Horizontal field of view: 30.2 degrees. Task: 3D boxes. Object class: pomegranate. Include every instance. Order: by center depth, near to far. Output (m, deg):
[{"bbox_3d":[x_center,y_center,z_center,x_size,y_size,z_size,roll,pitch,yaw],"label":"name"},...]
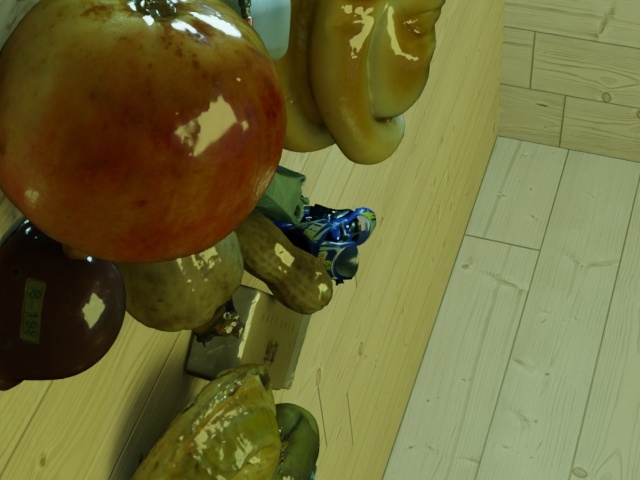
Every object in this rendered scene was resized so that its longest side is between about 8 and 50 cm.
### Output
[{"bbox_3d":[-0.165,-0.090,1.027,0.252,0.229,0.270,-7,135,-36],"label":"pomegranate"}]

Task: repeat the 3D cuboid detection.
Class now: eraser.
[{"bbox_3d":[-0.098,0.147,1.772,0.343,0.078,0.144,30,75,-74],"label":"eraser"}]

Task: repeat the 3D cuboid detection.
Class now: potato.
[{"bbox_3d":[-0.075,0.365,1.906,0.248,0.143,0.169,-59,167,-51],"label":"potato"}]

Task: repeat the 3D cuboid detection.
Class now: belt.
[{"bbox_3d":[-0.080,-0.085,1.655,0.302,0.072,0.087,31,68,-74],"label":"belt"}]

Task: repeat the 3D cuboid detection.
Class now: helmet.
[{"bbox_3d":[-0.244,0.073,1.131,0.155,0.106,0.175,24,83,-75],"label":"helmet"}]

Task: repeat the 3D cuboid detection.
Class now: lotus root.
[{"bbox_3d":[-0.164,0.007,1.306,0.154,0.140,0.257,-51,142,-33],"label":"lotus root"}]

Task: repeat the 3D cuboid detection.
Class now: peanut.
[{"bbox_3d":[-0.061,0.027,1.657,0.193,0.089,0.089,45,44,-19],"label":"peanut"}]

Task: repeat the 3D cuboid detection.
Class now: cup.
[{"bbox_3d":[-0.098,-0.270,1.401,0.129,0.095,0.128,-39,137,-65],"label":"cup"}]

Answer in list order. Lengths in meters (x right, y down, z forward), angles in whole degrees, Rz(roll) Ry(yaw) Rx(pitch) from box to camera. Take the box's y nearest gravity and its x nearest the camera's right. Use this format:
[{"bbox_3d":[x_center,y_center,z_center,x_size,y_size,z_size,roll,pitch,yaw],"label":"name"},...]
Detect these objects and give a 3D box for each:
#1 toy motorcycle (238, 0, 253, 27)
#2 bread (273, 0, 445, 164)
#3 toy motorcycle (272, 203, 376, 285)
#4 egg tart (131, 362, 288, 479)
[{"bbox_3d":[-0.141,-0.279,1.168,0.272,0.124,0.182,-40,125,-70],"label":"toy motorcycle"},{"bbox_3d":[0.045,-0.313,1.589,0.329,0.245,0.424,-52,156,-59],"label":"bread"},{"bbox_3d":[0.000,0.000,1.837,0.315,0.169,0.113,-41,139,-65],"label":"toy motorcycle"},{"bbox_3d":[-0.134,0.291,1.551,0.290,0.115,0.290,-50,162,-22],"label":"egg tart"}]
